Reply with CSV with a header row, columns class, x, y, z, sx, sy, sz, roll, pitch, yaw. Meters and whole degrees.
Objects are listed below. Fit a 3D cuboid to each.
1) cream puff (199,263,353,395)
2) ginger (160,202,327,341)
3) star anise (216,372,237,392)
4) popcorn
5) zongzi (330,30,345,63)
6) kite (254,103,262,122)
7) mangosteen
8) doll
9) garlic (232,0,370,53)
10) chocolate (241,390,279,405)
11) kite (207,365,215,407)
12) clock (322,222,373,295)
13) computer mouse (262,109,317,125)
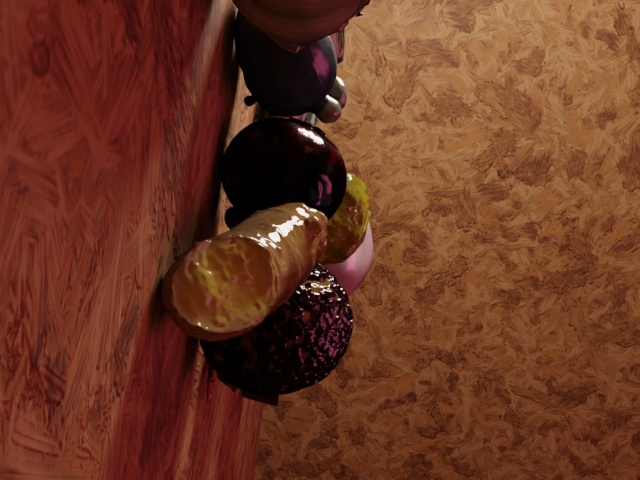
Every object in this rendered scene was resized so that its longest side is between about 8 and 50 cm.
class,x,y,z,sx,sy,sz,roll,pitch,yaw
cream puff,-0.068,0.114,1.160,0.239,0.239,0.165,-81,164,-48
ginger,-0.094,0.039,0.964,0.126,0.190,0.354,59,17,1
star anise,-0.150,0.170,1.399,0.197,0.073,0.212,76,21,-65
popcorn,-0.032,-0.047,1.527,0.276,0.276,0.225,-81,164,-50
zongzi,-0.035,-0.542,1.663,0.300,0.145,0.273,-113,-158,-57
kite,-0.131,-0.201,1.526,0.229,0.016,0.127,-88,-178,-61
mangosteen,-0.059,-0.088,1.178,0.210,0.210,0.209,8,90,-90
doll,-0.050,-0.273,1.134,0.228,0.154,0.258,56,-10,3
garlic,0.007,-0.378,0.868,0.322,0.241,0.322,-167,-90,-76
chocolate,-0.158,0.322,2.211,0.112,0.112,0.321,-85,-179,-63
kite,-0.193,0.194,1.419,0.125,0.008,0.222,91,7,-70
clock,0.000,0.000,1.904,0.376,0.251,0.368,-99,179,-64
computer mouse,-0.072,-0.263,1.634,0.389,0.115,0.199,90,9,-68
